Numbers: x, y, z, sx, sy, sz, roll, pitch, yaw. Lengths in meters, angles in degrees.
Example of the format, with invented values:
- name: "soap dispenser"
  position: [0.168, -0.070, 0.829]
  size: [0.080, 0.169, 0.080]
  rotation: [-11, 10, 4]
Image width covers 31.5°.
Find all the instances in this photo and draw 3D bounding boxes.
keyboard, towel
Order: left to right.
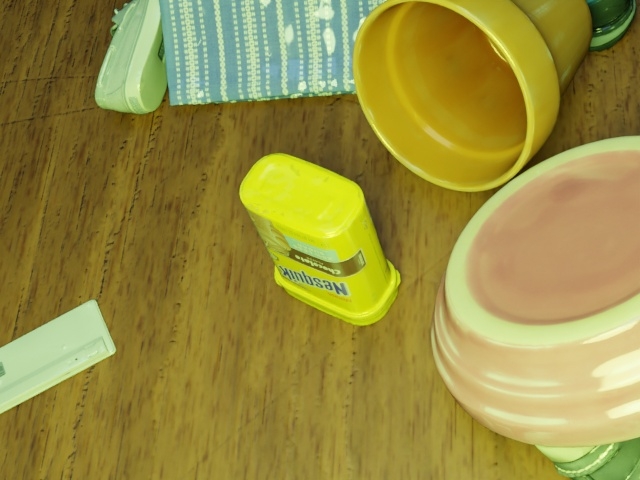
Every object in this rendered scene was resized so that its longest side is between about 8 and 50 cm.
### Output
- name: "keyboard"
  position: [-0.337, 0.147, 1.175]
  size: [0.256, 0.014, 0.072]
  rotation: [-28, 52, -3]
- name: "towel"
  position: [-0.023, -0.274, 1.238]
  size: [0.336, 0.040, 0.243]
  rotation: [-2, 103, 14]

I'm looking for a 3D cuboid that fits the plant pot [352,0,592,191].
- name: "plant pot"
  position: [0.168, -0.181, 1.119]
  size: [0.205, 0.205, 0.188]
  rotation: [29, 49, 27]

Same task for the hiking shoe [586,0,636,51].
- name: "hiking shoe"
  position: [0.195, -0.306, 1.232]
  size: [0.304, 0.132, 0.113]
  rotation: [16, 65, 22]

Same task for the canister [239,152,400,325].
- name: "canister"
  position: [0.000, 0.000, 1.078]
  size: [0.126, 0.170, 0.073]
  rotation: [24, 68, 26]

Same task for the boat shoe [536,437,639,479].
- name: "boat shoe"
  position: [0.310, 0.094, 1.005]
  size: [0.099, 0.116, 0.319]
  rotation: [47, 67, -12]

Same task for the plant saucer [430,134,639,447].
- name: "plant saucer"
  position: [0.236, 0.022, 0.975]
  size: [0.332, 0.084, 0.332]
  rotation: [-25, 33, 17]

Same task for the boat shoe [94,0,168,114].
- name: "boat shoe"
  position: [-0.212, -0.248, 1.335]
  size: [0.081, 0.079, 0.227]
  rotation: [2, 60, 18]
